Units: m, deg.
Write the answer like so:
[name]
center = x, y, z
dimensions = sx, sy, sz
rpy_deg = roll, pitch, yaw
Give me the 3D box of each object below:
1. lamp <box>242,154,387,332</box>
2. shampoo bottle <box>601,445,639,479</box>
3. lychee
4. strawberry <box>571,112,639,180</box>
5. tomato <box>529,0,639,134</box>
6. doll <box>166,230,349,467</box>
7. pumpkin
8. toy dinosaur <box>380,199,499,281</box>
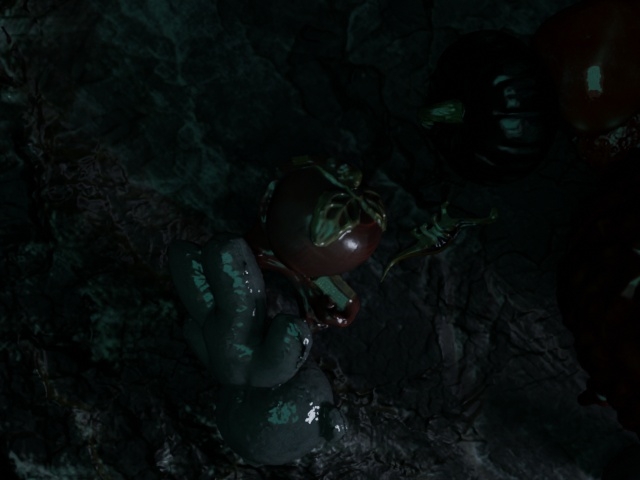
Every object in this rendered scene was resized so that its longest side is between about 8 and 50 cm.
[lamp]
center = 0.008, -0.007, 1.505
dimensions = 0.215, 0.151, 0.223
rpy_deg = 48, 146, 3
[shampoo bottle]
center = 0.405, 0.323, 1.485
dimensions = 0.040, 0.165, 0.080
rpy_deg = 46, 103, -1
[lychee]
center = 0.473, 0.072, 1.313
dimensions = 0.425, 0.424, 0.500
rpy_deg = 39, 124, 0
[strawberry]
center = 0.406, -0.151, 1.451
dimensions = 0.147, 0.082, 0.187
rpy_deg = 31, 99, -5
[tomato]
center = 0.341, -0.227, 1.407
dimensions = 0.166, 0.082, 0.174
rpy_deg = -24, 68, 15
[doll]
center = -0.079, 0.138, 1.527
dimensions = 0.246, 0.158, 0.340
rpy_deg = -15, 97, 45
[pumpkin]
center = 0.212, -0.164, 1.420
dimensions = 0.194, 0.150, 0.194
rpy_deg = 11, 112, 29
[toy dinosaur]
center = 0.149, -0.010, 1.528
dimensions = 0.180, 0.037, 0.058
rpy_deg = -29, 90, 12
